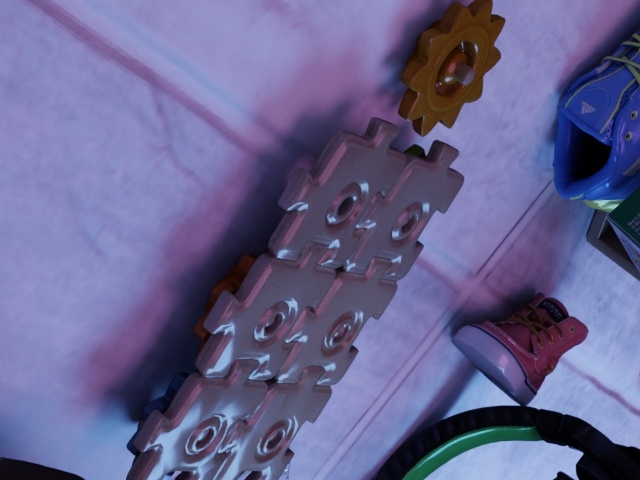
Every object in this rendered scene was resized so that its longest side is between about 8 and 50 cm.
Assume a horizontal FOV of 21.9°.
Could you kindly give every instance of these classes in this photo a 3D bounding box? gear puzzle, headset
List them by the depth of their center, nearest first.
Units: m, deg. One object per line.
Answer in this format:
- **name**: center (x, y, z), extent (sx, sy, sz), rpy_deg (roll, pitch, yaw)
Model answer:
- **gear puzzle**: center (0.000, 0.000, 0.965), extent (0.339, 0.044, 0.175), rpy_deg (-59, 151, 11)
- **headset**: center (0.220, 0.279, 1.278), extent (0.243, 0.394, 0.185), rpy_deg (-68, 156, -13)

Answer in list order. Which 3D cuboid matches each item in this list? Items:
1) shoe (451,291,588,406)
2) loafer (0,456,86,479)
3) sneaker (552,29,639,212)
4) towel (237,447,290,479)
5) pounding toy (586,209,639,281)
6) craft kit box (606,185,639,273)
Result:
- **shoe**: center (0.157, 0.074, 1.282), extent (0.081, 0.063, 0.178), rpy_deg (-50, 159, -2)
- **loafer**: center (-0.192, 0.187, 0.880), extent (0.220, 0.078, 0.080), rpy_deg (-49, -174, 23)
- **sneaker**: center (0.239, -0.111, 1.130), extent (0.126, 0.091, 0.240), rpy_deg (-13, 137, -50)
- **towel**: center (-0.062, 0.194, 1.134), extent (0.113, 0.023, 0.152), rpy_deg (-36, 150, -28)
- **pounding toy**: center (0.303, -0.032, 1.289), extent (0.100, 0.130, 0.141), rpy_deg (-30, 147, -36)
- **craft kit box**: center (0.348, -0.025, 1.198), extent (0.250, 0.061, 0.246), rpy_deg (-41, 137, -1)
